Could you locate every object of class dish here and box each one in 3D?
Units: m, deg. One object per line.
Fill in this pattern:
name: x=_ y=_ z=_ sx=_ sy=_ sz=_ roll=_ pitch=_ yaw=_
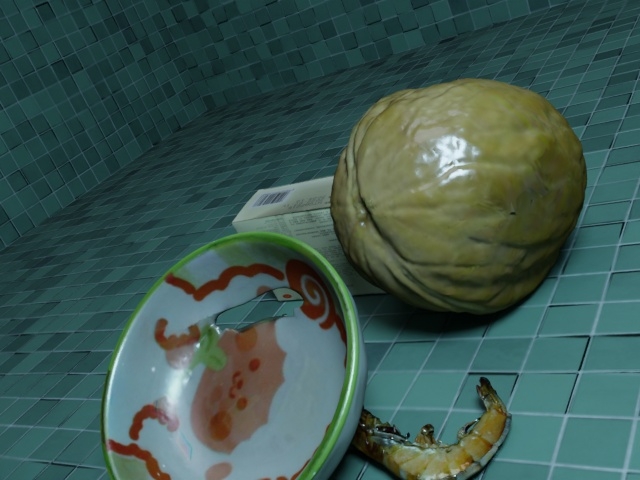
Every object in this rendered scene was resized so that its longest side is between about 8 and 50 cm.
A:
dish: x=-0.077 y=0.161 z=0.795 sx=0.324 sy=0.124 sz=0.324 roll=-15 pitch=58 yaw=25

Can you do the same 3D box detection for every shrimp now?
shrimp: x=0.107 y=0.181 z=0.752 sx=0.147 sy=0.035 sz=0.195 roll=-37 pitch=29 yaw=-25

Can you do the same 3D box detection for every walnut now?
walnut: x=0.172 y=-0.057 z=0.908 sx=0.332 sy=0.333 sz=0.333 roll=-21 pitch=22 yaw=9

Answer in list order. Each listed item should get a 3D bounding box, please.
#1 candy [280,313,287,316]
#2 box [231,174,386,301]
candy: x=-0.082 y=0.166 z=0.934 sx=0.141 sy=0.078 sz=0.203 roll=-29 pitch=18 yaw=-7
box: x=0.000 y=0.000 z=1.104 sx=0.211 sy=0.168 sz=0.095 roll=-7 pitch=32 yaw=36
